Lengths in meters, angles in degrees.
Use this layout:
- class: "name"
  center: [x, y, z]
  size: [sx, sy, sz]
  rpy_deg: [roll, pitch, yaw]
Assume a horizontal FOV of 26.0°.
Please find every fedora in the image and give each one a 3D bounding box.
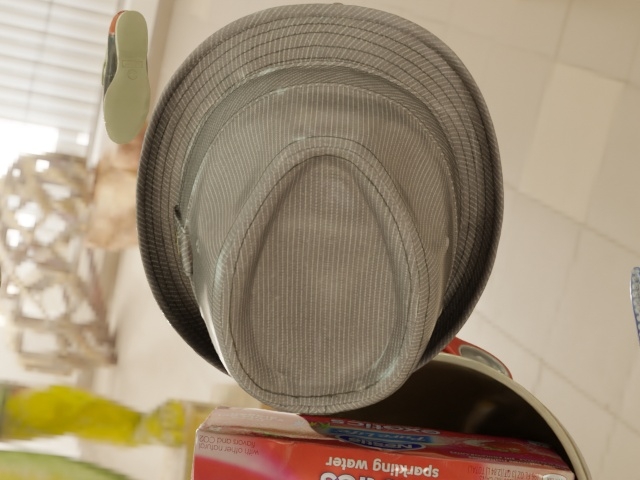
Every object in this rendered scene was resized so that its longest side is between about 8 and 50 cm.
- class: "fedora"
  center: [0.000, 0.000, 0.875]
  size: [0.124, 0.243, 0.275]
  rpy_deg: [-93, 11, -66]

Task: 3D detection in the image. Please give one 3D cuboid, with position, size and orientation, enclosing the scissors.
- class: "scissors"
  center: [0.074, 0.063, 1.357]
  size: [0.297, 0.109, 0.021]
  rpy_deg: [46, 128, 15]

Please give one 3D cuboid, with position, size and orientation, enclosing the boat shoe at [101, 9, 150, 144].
- class: "boat shoe"
  center: [-0.201, -0.166, 1.412]
  size: [0.043, 0.049, 0.137]
  rpy_deg: [7, 94, 62]

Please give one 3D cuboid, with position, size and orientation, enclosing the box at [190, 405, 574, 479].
- class: "box"
  center: [0.038, 0.197, 0.965]
  size: [0.122, 0.257, 0.128]
  rpy_deg: [-28, -56, -87]

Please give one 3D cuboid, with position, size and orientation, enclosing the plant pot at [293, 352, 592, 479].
- class: "plant pot"
  center: [0.118, 0.223, 1.126]
  size: [0.274, 0.256, 0.256]
  rpy_deg: [17, -100, -68]

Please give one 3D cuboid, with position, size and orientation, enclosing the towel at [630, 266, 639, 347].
- class: "towel"
  center: [0.360, 0.171, 1.087]
  size: [0.040, 0.336, 0.243]
  rpy_deg: [-28, 55, 33]

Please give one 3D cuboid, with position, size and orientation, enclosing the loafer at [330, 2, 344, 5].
- class: "loafer"
  center: [0.058, -0.127, 1.410]
  size: [0.267, 0.084, 0.096]
  rpy_deg: [54, -175, 10]
